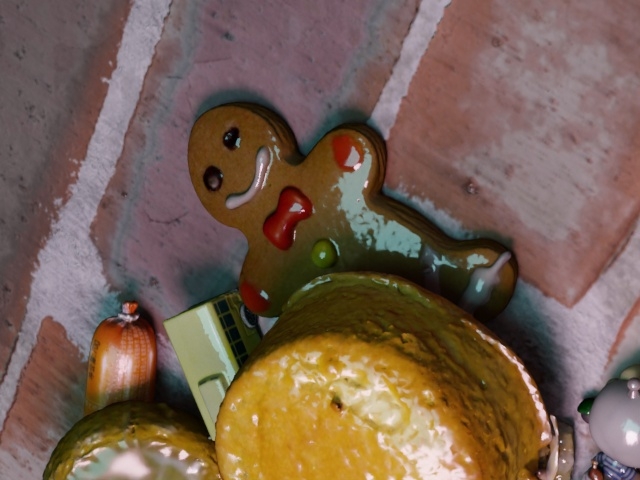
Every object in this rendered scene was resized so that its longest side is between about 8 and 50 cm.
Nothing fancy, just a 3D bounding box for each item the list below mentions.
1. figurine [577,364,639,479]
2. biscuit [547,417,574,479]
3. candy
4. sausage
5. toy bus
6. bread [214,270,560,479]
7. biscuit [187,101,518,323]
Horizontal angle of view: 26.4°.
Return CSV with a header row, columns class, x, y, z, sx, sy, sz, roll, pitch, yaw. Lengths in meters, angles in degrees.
class,x,y,z,sx,sy,sz,roll,pitch,yaw
figurine,0.326,0.223,1.456,0.147,0.093,0.197,38,128,40
biscuit,0.174,0.258,1.573,0.265,0.040,0.188,-21,92,30
candy,-0.225,0.325,1.708,0.260,0.118,0.260,-2,113,-5
sausage,-0.264,0.225,1.775,0.093,0.093,0.312,14,108,25
toy bus,-0.115,0.156,1.670,0.088,0.101,0.175,-23,89,28
bread,0.064,0.225,1.478,0.358,0.204,0.337,31,124,12
biscuit,0.000,0.000,1.591,0.432,0.064,0.283,42,118,13
